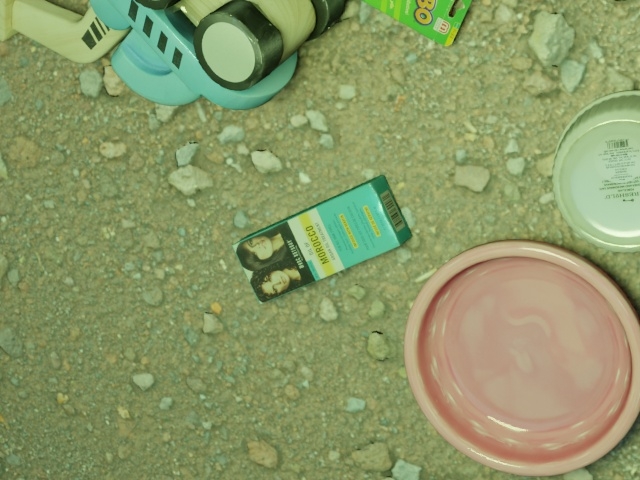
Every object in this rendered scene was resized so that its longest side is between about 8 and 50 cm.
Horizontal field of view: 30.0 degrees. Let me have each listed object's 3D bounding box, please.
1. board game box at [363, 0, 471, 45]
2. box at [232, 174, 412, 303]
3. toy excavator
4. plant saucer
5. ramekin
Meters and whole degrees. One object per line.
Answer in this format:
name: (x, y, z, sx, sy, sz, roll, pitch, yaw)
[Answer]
board game box: (0.088, -0.370, 1.582, 0.259, 0.039, 0.124, 33, 124, 14)
box: (0.000, 0.000, 1.715, 0.244, 0.060, 0.100, -24, 94, 26)
toy excavator: (-0.257, -0.314, 1.664, 0.433, 0.222, 0.445, 47, 134, -4)
plant saucer: (0.281, 0.154, 1.627, 0.332, 0.084, 0.332, 6, 106, 22)
ramekin: (0.389, -0.081, 1.503, 0.207, 0.109, 0.207, 6, 107, 22)
